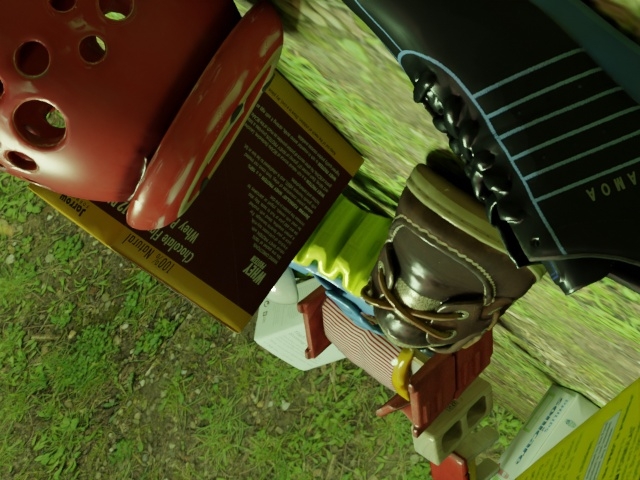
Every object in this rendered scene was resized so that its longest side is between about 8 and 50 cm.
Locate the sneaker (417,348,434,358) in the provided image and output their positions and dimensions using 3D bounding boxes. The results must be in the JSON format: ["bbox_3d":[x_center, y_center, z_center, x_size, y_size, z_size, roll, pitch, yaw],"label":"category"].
[{"bbox_3d":[0.119,0.115,2.016,0.235,0.094,0.153,34,174,14],"label":"sneaker"}]

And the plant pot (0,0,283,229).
[{"bbox_3d":[-0.132,-0.109,0.834,0.174,0.191,0.191,33,176,-2],"label":"plant pot"}]

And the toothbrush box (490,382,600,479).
[{"bbox_3d":[0.398,0.371,1.853,0.283,0.206,0.122,35,177,-8],"label":"toothbrush box"}]

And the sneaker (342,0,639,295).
[{"bbox_3d":[0.086,-0.040,0.518,0.232,0.090,0.081,35,176,7],"label":"sneaker"}]

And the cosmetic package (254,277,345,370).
[{"bbox_3d":[0.025,0.112,1.939,0.231,0.086,0.117,-21,138,39],"label":"cosmetic package"}]

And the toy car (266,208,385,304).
[{"bbox_3d":[-0.012,-0.014,1.460,0.182,0.159,0.136,-161,53,-77],"label":"toy car"}]

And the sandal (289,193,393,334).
[{"bbox_3d":[0.000,0.000,1.310,0.317,0.126,0.138,37,162,14],"label":"sandal"}]

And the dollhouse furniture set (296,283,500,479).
[{"bbox_3d":[0.111,0.203,1.738,0.201,0.152,0.374,32,150,32],"label":"dollhouse furniture set"}]

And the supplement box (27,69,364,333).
[{"bbox_3d":[-0.103,-0.058,1.122,0.129,0.194,0.191,32,175,40],"label":"supplement box"}]

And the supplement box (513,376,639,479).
[{"bbox_3d":[0.206,0.245,0.826,0.194,0.195,0.356,35,135,-1],"label":"supplement box"}]

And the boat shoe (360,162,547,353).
[{"bbox_3d":[0.099,0.036,1.047,0.123,0.123,0.342,35,176,10],"label":"boat shoe"}]

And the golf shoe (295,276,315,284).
[{"bbox_3d":[-0.051,-0.017,1.989,0.306,0.115,0.140,34,-157,-24],"label":"golf shoe"}]
